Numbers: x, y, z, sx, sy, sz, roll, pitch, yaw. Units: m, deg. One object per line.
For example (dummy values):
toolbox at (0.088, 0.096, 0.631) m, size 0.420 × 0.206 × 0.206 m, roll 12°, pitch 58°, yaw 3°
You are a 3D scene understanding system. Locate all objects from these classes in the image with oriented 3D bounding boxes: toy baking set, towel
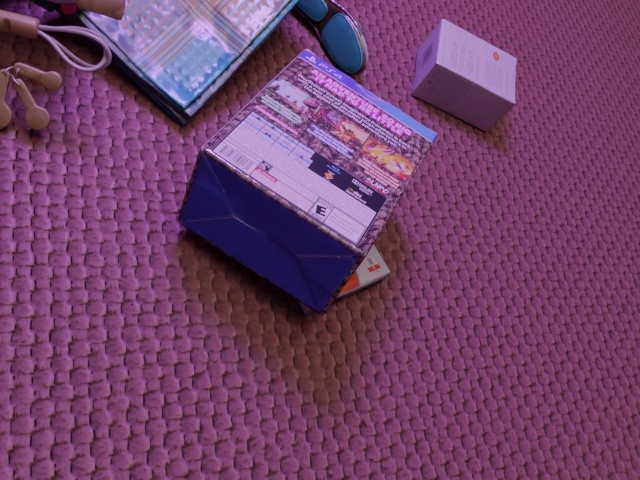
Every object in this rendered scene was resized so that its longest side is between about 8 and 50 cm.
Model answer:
toy baking set at (-0.371, -0.252, 0.844) m, size 0.197 × 0.256 × 0.030 m, roll 45°, pitch 9°, yaw -19°
towel at (-0.183, -0.391, 1.018) m, size 0.271 × 0.040 × 0.370 m, roll 42°, pitch 72°, yaw -10°

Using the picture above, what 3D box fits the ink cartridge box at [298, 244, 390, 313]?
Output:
ink cartridge box at (0.000, 0.000, 0.987) m, size 0.145 × 0.045 × 0.179 m, roll -20°, pitch 76°, yaw -36°

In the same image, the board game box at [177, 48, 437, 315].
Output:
board game box at (-0.010, -0.089, 0.937) m, size 0.232 × 0.141 × 0.291 m, roll 34°, pitch 46°, yaw 2°

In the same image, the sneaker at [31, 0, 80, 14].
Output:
sneaker at (-0.414, -0.409, 0.850) m, size 0.299 × 0.112 × 0.121 m, roll 28°, pitch 79°, yaw -16°

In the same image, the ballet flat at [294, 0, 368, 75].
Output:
ballet flat at (0.021, -0.387, 1.214) m, size 0.221 × 0.077 × 0.079 m, roll 51°, pitch 32°, yaw 6°

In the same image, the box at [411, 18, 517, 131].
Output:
box at (0.269, -0.306, 1.281) m, size 0.170 × 0.091 × 0.130 m, roll 24°, pitch 53°, yaw -15°
